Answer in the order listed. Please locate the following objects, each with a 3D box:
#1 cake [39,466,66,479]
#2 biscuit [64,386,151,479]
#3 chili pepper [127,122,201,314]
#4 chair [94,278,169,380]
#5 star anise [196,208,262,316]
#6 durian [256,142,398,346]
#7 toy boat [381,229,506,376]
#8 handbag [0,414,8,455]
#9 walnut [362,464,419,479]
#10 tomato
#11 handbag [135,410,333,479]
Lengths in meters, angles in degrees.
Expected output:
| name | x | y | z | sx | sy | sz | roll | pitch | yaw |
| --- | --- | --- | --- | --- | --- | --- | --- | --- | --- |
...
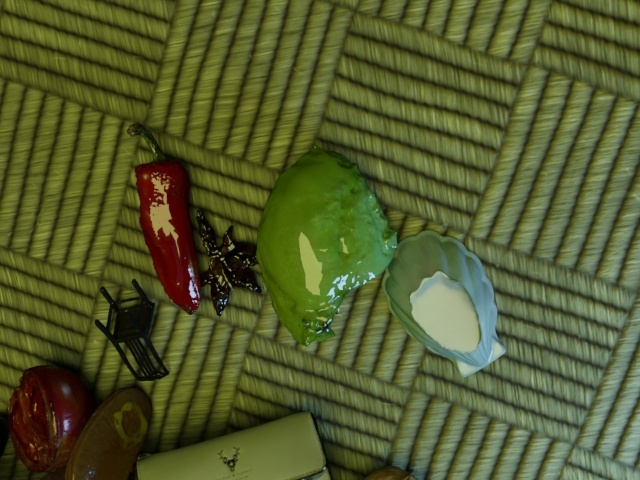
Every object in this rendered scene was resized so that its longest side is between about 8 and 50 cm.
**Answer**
| name | x | y | z | sx | sy | sz | roll | pitch | yaw |
| --- | --- | --- | --- | --- | --- | --- | --- | --- | --- |
| cake | -0.544 | 0.668 | 1.846 | 0.314 | 0.293 | 0.307 | -44 | 89 | 9 |
| biscuit | -0.378 | 0.458 | 1.829 | 0.052 | 0.262 | 0.277 | -11 | 124 | 37 |
| chili pepper | -0.296 | -0.040 | 1.761 | 0.110 | 0.110 | 0.387 | -6 | 101 | 9 |
| chair | -0.371 | 0.187 | 1.840 | 0.084 | 0.101 | 0.212 | -12 | 136 | 11 |
| star anise | -0.174 | 0.047 | 1.787 | 0.157 | 0.053 | 0.212 | 6 | 101 | 11 |
| durian | 0.000 | 0.000 | 1.691 | 0.256 | 0.204 | 0.339 | -24 | 92 | -14 |
| toy boat | 0.235 | 0.123 | 1.722 | 0.199 | 0.100 | 0.290 | -35 | 93 | 13 |
| handbag | -0.756 | 0.516 | 1.848 | 0.275 | 0.302 | 0.177 | -18 | 113 | 3 |
| walnut | 0.136 | 0.547 | 1.790 | 0.165 | 0.165 | 0.197 | 17 | 103 | 5 |
| tomato | -0.534 | 0.359 | 1.850 | 0.233 | 0.140 | 0.200 | -40 | 65 | 46 |
| handbag | -0.157 | 0.485 | 1.749 | 0.359 | 0.160 | 0.236 | -15 | 61 | -7 |
